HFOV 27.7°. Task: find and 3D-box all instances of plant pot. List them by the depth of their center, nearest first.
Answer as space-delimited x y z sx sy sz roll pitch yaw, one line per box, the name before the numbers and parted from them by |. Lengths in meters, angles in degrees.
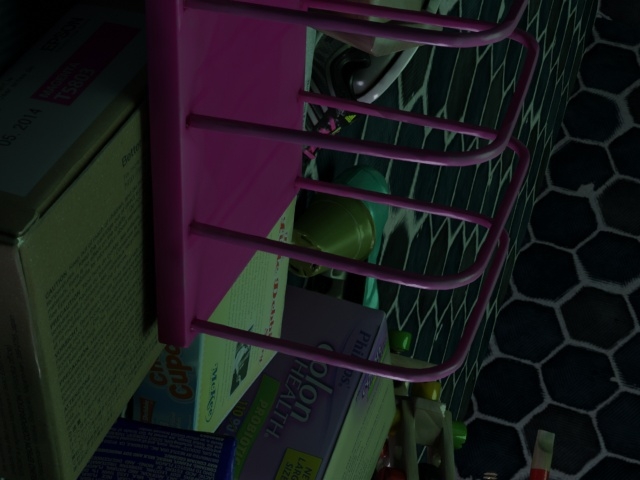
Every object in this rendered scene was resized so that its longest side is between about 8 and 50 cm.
plant pot | 0.000 0.000 1.289 0.079 0.083 0.083 -35 139 -50

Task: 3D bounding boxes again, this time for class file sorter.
file sorter | 0.027 -0.094 0.735 0.202 0.182 0.290 -58 155 -54

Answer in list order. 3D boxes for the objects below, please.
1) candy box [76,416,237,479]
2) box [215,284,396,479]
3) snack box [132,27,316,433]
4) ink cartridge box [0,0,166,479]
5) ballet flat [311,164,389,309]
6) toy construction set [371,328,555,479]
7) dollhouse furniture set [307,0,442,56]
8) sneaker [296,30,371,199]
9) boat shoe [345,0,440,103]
candy box | -0.139 0.314 0.846 0.317 0.122 0.268 -79 176 -63
box | -0.013 0.204 1.343 0.243 0.117 0.213 81 28 -59
snack box | -0.076 -0.009 1.014 0.187 0.060 0.322 -49 150 -58
ink cartridge box | -0.136 -0.008 0.742 0.234 0.088 0.193 -59 157 -46
ballet flat | 0.019 0.040 1.395 0.087 0.083 0.247 -24 126 -53
toy construction set | 0.136 0.229 1.611 0.257 0.309 0.237 84 19 -72
dollhouse furniture set | 0.133 -0.315 0.951 0.394 0.362 0.256 -20 128 -38
sneaker | 0.000 -0.110 1.163 0.063 0.075 0.170 35 71 -74
boat shoe | 0.073 -0.276 1.242 0.109 0.091 0.305 -1 -117 61
